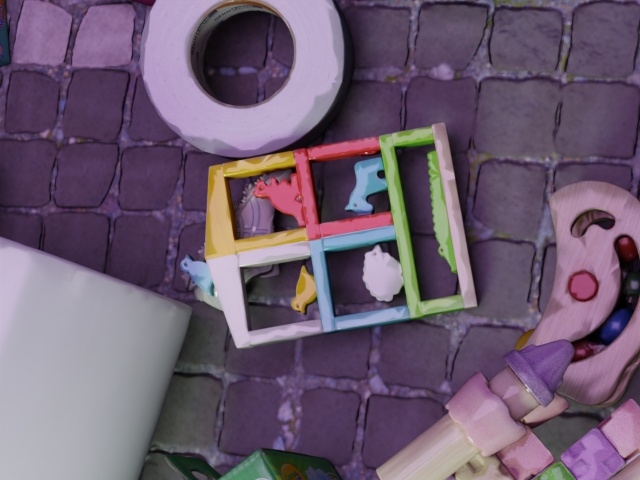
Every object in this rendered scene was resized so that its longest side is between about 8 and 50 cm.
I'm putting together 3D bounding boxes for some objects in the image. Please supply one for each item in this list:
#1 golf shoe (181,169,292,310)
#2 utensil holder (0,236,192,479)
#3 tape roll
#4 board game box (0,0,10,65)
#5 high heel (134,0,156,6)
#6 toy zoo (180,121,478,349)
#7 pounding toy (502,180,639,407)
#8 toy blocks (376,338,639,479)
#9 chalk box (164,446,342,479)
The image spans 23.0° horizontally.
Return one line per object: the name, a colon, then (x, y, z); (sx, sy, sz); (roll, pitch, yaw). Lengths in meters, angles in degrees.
golf shoe: (-0.069, -0.003, 1.673); (0.086, 0.069, 0.176); (35, 93, -2)
utensil holder: (-0.331, 0.198, 1.592); (0.328, 0.327, 0.385); (18, 85, 25)
tape roll: (-0.077, -0.193, 1.663); (0.219, 0.072, 0.219); (0, 90, 8)
board game box: (-0.478, -0.266, 1.890); (0.210, 0.047, 0.160); (-12, 75, 21)
high heel: (-0.250, -0.314, 1.766); (0.244, 0.117, 0.082); (29, 92, 24)
toy zoo: (0.000, 0.000, 1.602); (0.293, 0.030, 0.192); (-10, 82, 7)
pounding toy: (0.259, 0.027, 1.466); (0.154, 0.155, 0.269); (35, 94, 20)
toy blocks: (0.241, 0.219, 1.376); (0.260, 0.309, 0.288); (-39, 78, 3)
chalk box: (-0.049, 0.318, 1.527); (0.179, 0.180, 0.289); (-38, 69, 12)
